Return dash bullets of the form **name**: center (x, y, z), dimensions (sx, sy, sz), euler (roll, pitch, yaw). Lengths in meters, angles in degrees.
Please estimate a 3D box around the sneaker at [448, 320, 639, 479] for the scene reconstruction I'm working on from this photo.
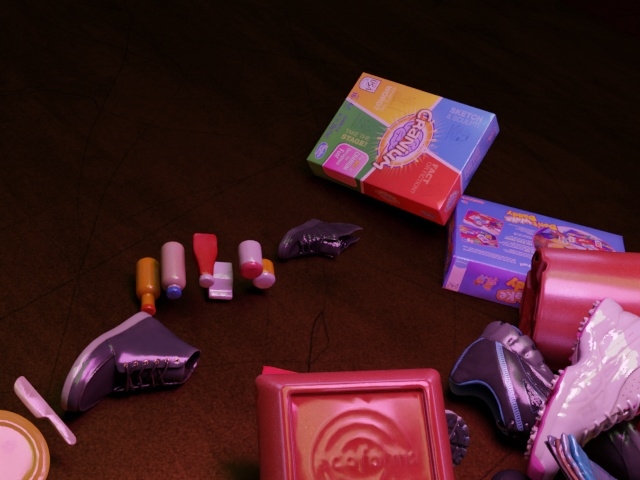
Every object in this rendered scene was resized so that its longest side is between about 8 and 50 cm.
- **sneaker**: center (0.352, 0.278, 1.434), dimensions (0.140, 0.125, 0.341), euler (-39, 58, -22)

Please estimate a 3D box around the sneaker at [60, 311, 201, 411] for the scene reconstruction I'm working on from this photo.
- **sneaker**: center (-0.268, 0.186, 1.334), dimensions (0.118, 0.083, 0.222), euler (25, 35, 14)

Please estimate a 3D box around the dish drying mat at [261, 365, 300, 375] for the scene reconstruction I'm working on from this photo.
- **dish drying mat**: center (-0.050, 0.214, 1.441), dimensions (0.083, 0.008, 0.032), euler (13, 36, -3)

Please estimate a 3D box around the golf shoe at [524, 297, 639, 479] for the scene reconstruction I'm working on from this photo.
- **golf shoe**: center (0.399, 0.224, 1.324), dimensions (0.140, 0.115, 0.306), euler (27, 66, 19)

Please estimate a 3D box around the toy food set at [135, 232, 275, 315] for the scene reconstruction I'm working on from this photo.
- **toy food set**: center (-0.182, 0.064, 1.521), dimensions (0.232, 0.111, 0.104), euler (4, 48, -16)

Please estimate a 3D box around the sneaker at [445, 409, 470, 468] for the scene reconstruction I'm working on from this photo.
- **sneaker**: center (0.063, 0.310, 1.290), dimensions (0.283, 0.110, 0.122), euler (-16, 9, -18)

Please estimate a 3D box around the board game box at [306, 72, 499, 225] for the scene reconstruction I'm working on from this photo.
- **board game box**: center (0.167, -0.194, 1.891), dimensions (0.317, 0.064, 0.242), euler (23, 72, 28)

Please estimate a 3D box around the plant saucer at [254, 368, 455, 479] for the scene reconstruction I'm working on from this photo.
- **plant saucer**: center (0.052, 0.285, 1.186), dimensions (0.259, 0.047, 0.259), euler (0, 64, -11)

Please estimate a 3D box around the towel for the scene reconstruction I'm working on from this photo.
- **towel**: center (0.432, 0.428, 1.157), dimensions (0.271, 0.040, 0.370), euler (41, 15, -40)

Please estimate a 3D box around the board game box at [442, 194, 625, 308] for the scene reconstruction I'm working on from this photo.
- **board game box**: center (0.417, 0.040, 1.795), dimensions (0.347, 0.078, 0.233), euler (15, 35, 1)

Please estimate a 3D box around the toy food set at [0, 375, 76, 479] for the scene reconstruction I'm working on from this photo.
- **toy food set**: center (-0.416, 0.288, 1.162), dimensions (0.128, 0.071, 0.218), euler (43, 40, -1)

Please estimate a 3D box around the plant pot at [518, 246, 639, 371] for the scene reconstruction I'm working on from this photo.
- **plant pot**: center (0.481, 0.127, 1.557), dimensions (0.265, 0.272, 0.272), euler (9, 34, 5)

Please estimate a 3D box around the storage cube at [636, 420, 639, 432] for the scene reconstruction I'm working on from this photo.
- **storage cube**: center (0.597, 0.310, 1.371), dimensions (0.184, 0.215, 0.193), euler (13, 29, -2)

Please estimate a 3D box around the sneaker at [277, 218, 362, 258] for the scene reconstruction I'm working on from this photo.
- **sneaker**: center (-0.001, 0.002, 1.718), dimensions (0.089, 0.051, 0.170), euler (24, 32, 22)

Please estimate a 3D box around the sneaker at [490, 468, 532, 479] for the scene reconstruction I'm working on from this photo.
- **sneaker**: center (0.332, 0.394, 1.224), dimensions (0.107, 0.124, 0.283), euler (-9, 40, -26)
